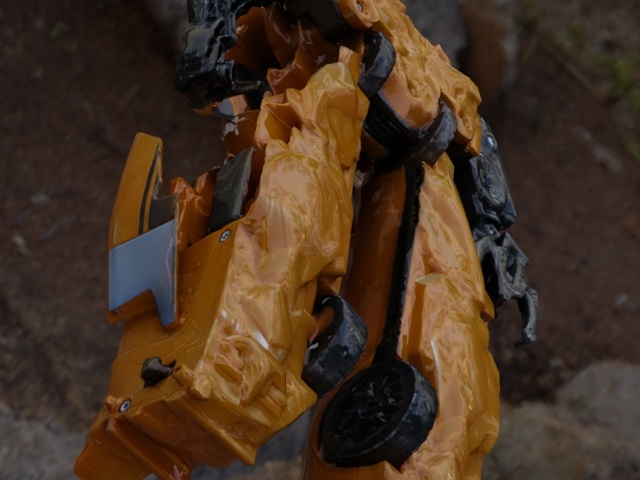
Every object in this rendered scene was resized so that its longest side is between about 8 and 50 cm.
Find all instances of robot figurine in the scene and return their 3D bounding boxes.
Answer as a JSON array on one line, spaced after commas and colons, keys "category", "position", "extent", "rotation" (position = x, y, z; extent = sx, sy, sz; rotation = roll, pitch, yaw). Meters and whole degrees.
[{"category": "robot figurine", "position": [0.000, 0.000, 0.663], "extent": [0.211, 0.085, 0.291], "rotation": [46, 32, -28]}]
